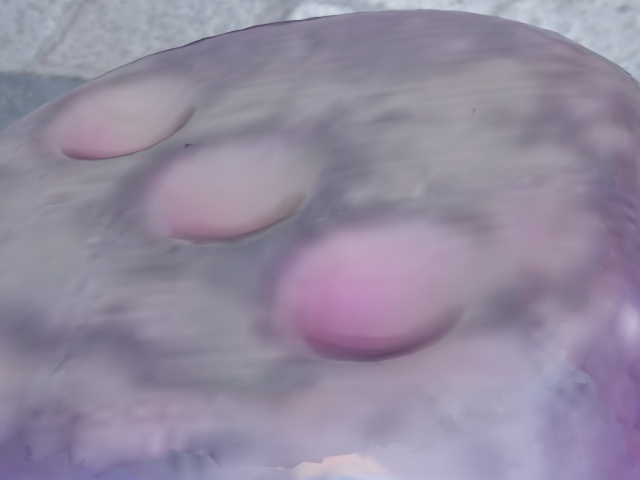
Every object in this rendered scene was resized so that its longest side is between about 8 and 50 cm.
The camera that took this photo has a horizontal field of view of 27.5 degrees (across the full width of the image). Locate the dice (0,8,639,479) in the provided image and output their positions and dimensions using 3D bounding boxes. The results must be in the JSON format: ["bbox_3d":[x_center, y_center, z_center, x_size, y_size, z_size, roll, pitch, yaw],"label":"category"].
[{"bbox_3d":[0.003,0.086,0.503,0.271,0.270,0.270,-4,125,16],"label":"dice"}]
